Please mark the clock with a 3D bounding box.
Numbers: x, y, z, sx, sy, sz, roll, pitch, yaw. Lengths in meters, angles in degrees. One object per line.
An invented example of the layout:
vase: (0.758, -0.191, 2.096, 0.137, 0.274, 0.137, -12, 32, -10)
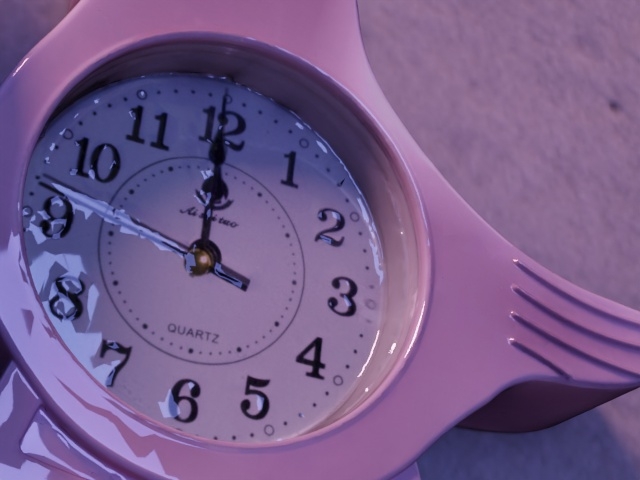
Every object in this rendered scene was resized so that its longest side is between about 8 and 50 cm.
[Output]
clock: (0.000, 0.000, 0.577, 0.290, 0.080, 0.275, 19, 65, -19)
